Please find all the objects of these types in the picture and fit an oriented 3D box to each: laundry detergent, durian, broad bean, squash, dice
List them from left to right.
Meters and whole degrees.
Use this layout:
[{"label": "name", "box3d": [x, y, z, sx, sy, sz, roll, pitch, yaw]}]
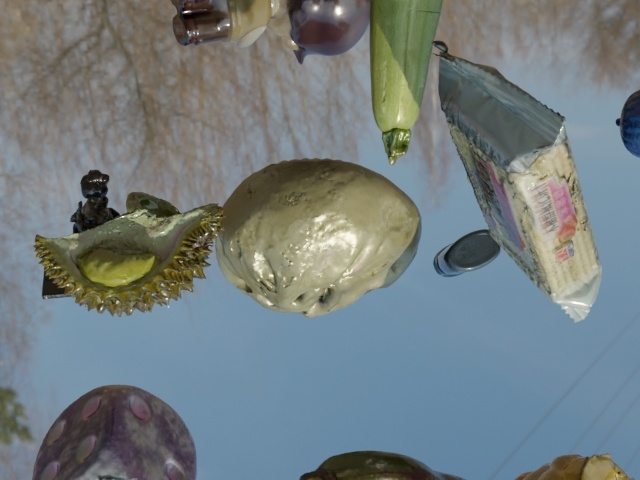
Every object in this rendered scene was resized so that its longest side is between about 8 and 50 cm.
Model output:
[{"label": "dice", "box3d": [-0.454, 0.506, 2.058, 0.270, 0.270, 0.271, -36, -146, 20]}, {"label": "durian", "box3d": [-0.288, 0.034, 1.487, 0.307, 0.166, 0.172, -18, 174, 0]}, {"label": "squash", "box3d": [0.100, -0.207, 1.162, 0.094, 0.224, 0.094, 4, -168, -1]}, {"label": "broad bean", "box3d": [0.093, 0.237, 0.841, 0.077, 0.339, 0.061, -36, -133, 25]}, {"label": "laundry detergent", "box3d": [0.246, 0.029, 1.607, 0.097, 0.061, 0.206, -31, 176, -7]}]

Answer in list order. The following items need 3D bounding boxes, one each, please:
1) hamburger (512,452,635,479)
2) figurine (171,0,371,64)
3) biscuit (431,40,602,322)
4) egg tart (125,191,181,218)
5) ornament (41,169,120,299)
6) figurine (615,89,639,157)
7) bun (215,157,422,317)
[{"label": "hamburger", "box3d": [0.360, 0.467, 1.394, 0.237, 0.276, 0.276, -25, -176, 37]}, {"label": "figurine", "box3d": [-0.078, -0.407, 1.580, 0.365, 0.218, 0.206, -11, -171, -13]}, {"label": "biscuit", "box3d": [0.209, -0.060, 0.964, 0.079, 0.309, 0.186, -36, -133, -4]}, {"label": "egg tart", "box3d": [-0.339, -0.028, 1.943, 0.078, 0.197, 0.197, -47, -165, 10]}, {"label": "ornament", "box3d": [-0.398, -0.032, 1.564, 0.153, 0.196, 0.166, -3, -145, -12]}, {"label": "figurine", "box3d": [0.355, -0.106, 0.877, 0.087, 0.086, 0.149, -21, -163, -24]}, {"label": "bun", "box3d": [0.000, 0.000, 1.616, 0.362, 0.326, 0.234, 4, -120, -10]}]
